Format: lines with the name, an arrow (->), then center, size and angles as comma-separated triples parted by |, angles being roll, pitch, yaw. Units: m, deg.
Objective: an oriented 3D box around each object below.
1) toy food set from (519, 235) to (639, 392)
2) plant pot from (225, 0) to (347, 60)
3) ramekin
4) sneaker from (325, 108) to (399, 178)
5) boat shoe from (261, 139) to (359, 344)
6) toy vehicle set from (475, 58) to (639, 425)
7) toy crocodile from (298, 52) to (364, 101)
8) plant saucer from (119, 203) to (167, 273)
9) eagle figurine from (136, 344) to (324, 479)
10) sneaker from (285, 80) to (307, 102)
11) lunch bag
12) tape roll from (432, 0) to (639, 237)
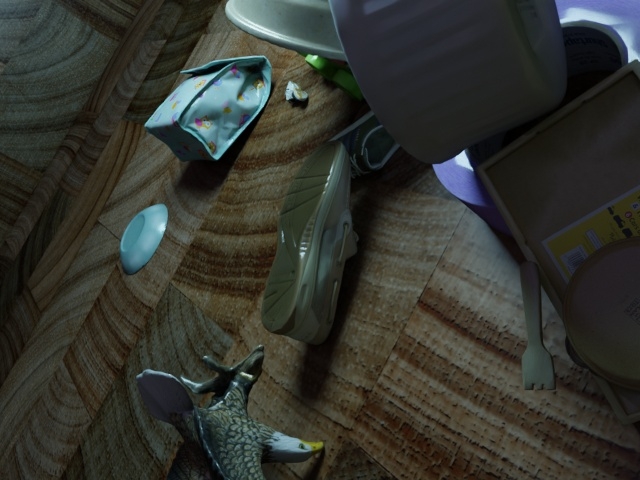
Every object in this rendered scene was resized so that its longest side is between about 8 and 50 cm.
toy food set -> 0.259, 0.063, 0.472 | 0.192, 0.039, 0.132 | -10, 74, 40
plant pot -> 0.043, -0.460, 0.854 | 0.333, 0.334, 0.305 | -117, 32, -50
ramekin -> 0.137, -0.227, 0.579 | 0.135, 0.277, 0.277 | -15, 54, 35
sneaker -> 0.058, -0.134, 0.922 | 0.192, 0.064, 0.086 | -40, 35, 20
boat shoe -> 0.000, 0.000, 0.868 | 0.109, 0.098, 0.302 | -11, 61, 51
toy vehicle set -> 0.269, 0.001, 0.508 | 0.166, 0.035, 0.266 | -35, 68, 29
toy crocodile -> 0.039, -0.343, 1.062 | 0.115, 0.105, 0.340 | -52, 37, 10
plant saucer -> -0.451, -0.012, 1.464 | 0.195, 0.037, 0.194 | -28, 46, 35
eagle figurine -> -0.100, 0.281, 0.717 | 0.225, 0.226, 0.298 | -21, 42, 14
sneaker -> -0.051, -0.293, 1.202 | 0.037, 0.032, 0.083 | -60, 29, 22
lunch bag -> -0.245, -0.317, 1.341 | 0.262, 0.160, 0.223 | -55, 31, -14
tape roll -> 0.262, -0.140, 0.666 | 0.275, 0.090, 0.274 | -30, 44, 34
